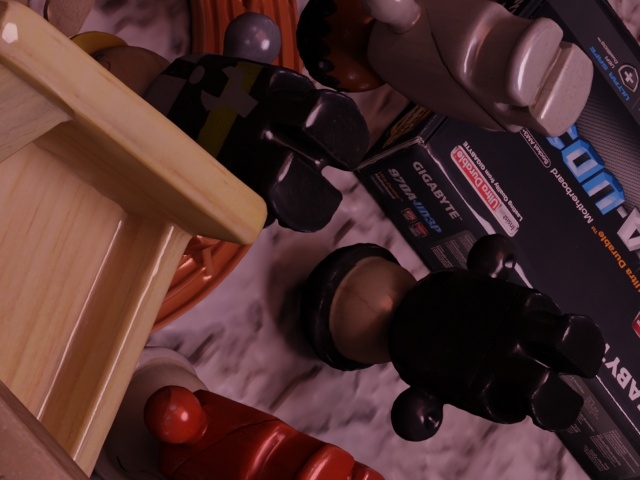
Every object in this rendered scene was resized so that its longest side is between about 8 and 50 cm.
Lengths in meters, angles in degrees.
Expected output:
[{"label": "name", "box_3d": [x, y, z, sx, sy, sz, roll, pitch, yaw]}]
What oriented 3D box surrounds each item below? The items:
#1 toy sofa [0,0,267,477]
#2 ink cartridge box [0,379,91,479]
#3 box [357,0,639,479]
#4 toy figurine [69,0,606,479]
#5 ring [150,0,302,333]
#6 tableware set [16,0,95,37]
[{"label": "toy sofa", "box_3d": [-0.178, 0.100, 0.574, 0.150, 0.177, 0.363, 39, 68, -52]}, {"label": "ink cartridge box", "box_3d": [-0.194, 0.041, 0.431, 0.193, 0.088, 0.235, -41, 83, -9]}, {"label": "box", "box_3d": [0.138, -0.011, 0.965, 0.220, 0.051, 0.175, 52, 51, -14]}, {"label": "toy figurine", "box_3d": [0.000, 0.000, 0.755, 0.213, 0.148, 0.210, -25, 119, -38]}, {"label": "ring", "box_3d": [-0.138, -0.115, 0.791, 0.336, 0.032, 0.337, 14, 68, -36]}, {"label": "tableware set", "box_3d": [-0.138, -0.146, 0.757, 0.128, 0.039, 0.194, 46, 57, -33]}]
